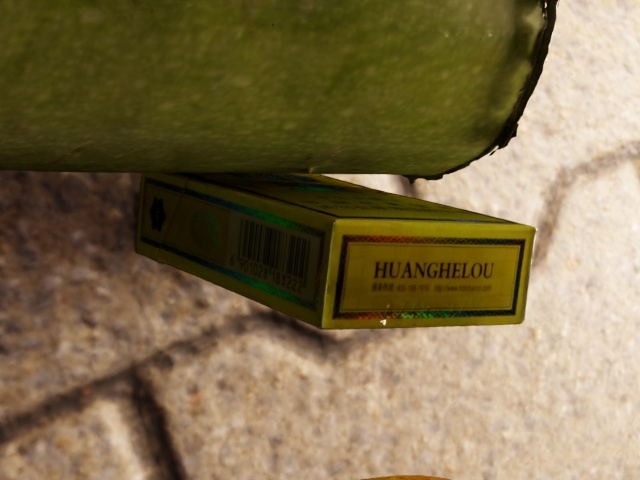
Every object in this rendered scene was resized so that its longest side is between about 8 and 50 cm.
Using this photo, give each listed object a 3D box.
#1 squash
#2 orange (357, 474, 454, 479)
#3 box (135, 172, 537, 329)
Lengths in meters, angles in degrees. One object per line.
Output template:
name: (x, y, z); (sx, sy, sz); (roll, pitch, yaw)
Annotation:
squash: (-0.082, -0.163, 0.698); (0.384, 0.263, 0.263); (0, 85, -33)
orange: (0.054, 0.249, 0.774); (0.236, 0.236, 0.236); (4, 83, -33)
box: (0.000, -0.001, 0.760); (0.141, 0.220, 0.064); (0, 102, -35)
